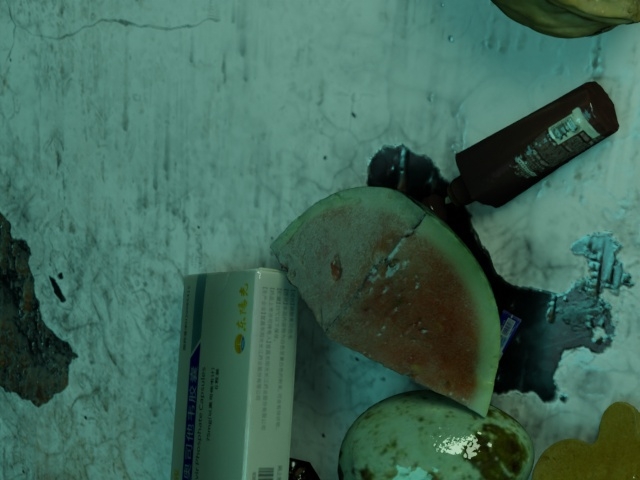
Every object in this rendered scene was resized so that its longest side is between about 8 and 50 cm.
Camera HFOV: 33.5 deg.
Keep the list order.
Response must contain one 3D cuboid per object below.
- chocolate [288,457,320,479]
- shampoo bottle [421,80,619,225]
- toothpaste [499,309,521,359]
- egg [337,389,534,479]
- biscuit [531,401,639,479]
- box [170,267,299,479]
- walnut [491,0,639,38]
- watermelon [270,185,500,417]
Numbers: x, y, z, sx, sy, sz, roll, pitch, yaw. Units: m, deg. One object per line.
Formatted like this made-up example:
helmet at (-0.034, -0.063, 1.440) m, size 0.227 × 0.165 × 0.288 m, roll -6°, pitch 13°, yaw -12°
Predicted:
chocolate at (-0.059, 0.366, 1.361) m, size 0.156 × 0.133 × 0.156 m, roll 0°, pitch 96°, yaw -1°
shampoo bottle at (0.204, -0.083, 1.132) m, size 0.236 × 0.067 × 0.068 m, roll -31°, pitch 73°, yaw 37°
toothpaste at (0.205, 0.121, 1.221) m, size 0.024 × 0.015 × 0.083 m, roll 29°, pitch 112°, yaw 25°
egg at (0.130, 0.253, 1.214) m, size 0.231 × 0.169 × 0.169 m, roll -15°, pitch 95°, yaw 26°
biscuit at (0.332, 0.246, 1.113) m, size 0.240 × 0.035 × 0.158 m, roll -14°, pitch 53°, yaw 41°
box at (-0.110, 0.210, 1.313) m, size 0.200 × 0.065 × 0.343 m, roll -7°, pitch 78°, yaw 57°
walnut at (0.221, -0.296, 0.984) m, size 0.198 × 0.198 × 0.245 m, roll -44°, pitch 75°, yaw 34°
watermelon at (0.089, 0.063, 1.184) m, size 0.260 × 0.176 × 0.256 m, roll 30°, pitch 157°, yaw -15°
